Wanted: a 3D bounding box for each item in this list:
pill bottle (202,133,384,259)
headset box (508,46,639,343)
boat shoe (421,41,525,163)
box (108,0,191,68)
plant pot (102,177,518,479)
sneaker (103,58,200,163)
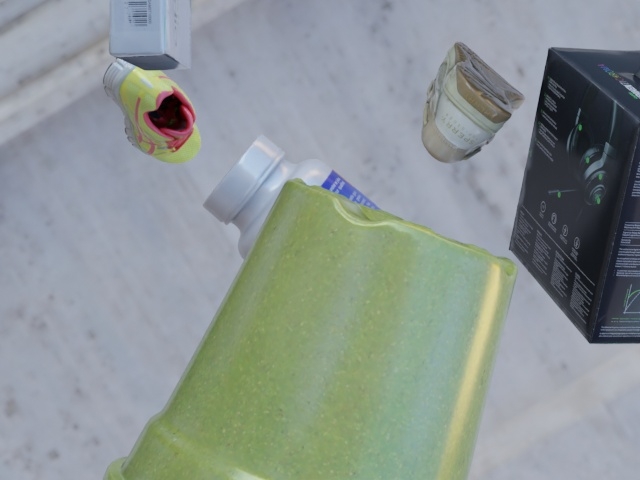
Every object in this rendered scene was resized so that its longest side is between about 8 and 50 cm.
[{"bbox_3d":[0.000,0.000,1.903,0.272,0.152,0.152,40,0,-4],"label":"pill bottle"},{"bbox_3d":[0.336,-0.064,1.803,0.246,0.131,0.283,-123,-143,-61],"label":"headset box"},{"bbox_3d":[0.165,-0.154,1.859,0.109,0.098,0.302,39,16,-3],"label":"boat shoe"},{"bbox_3d":[-0.161,-0.285,1.553,0.322,0.059,0.232,-114,-156,-85],"label":"box"},{"bbox_3d":[0.015,0.101,1.160,0.276,0.253,0.276,20,2,-1],"label":"plant pot"},{"bbox_3d":[-0.185,-0.141,1.926,0.094,0.081,0.208,35,-9,28],"label":"sneaker"}]
